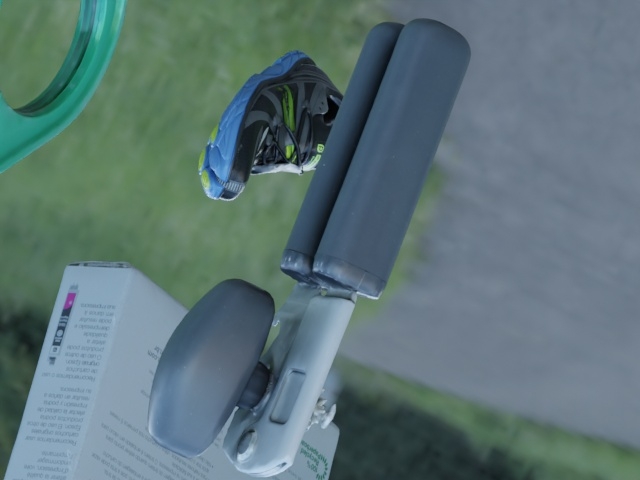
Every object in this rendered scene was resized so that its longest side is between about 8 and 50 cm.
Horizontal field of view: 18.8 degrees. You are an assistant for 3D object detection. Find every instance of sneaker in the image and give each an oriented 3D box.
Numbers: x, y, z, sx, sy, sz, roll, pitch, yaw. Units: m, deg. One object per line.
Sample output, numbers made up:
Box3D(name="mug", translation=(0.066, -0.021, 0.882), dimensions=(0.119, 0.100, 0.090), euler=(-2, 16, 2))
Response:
Box3D(name="sneaker", translation=(-0.028, -0.079, 1.385), dimensions=(0.078, 0.067, 0.188), euler=(36, -147, 4))

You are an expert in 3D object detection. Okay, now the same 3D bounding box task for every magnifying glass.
Box3D(name="magnifying glass", translation=(-0.136, -0.035, 0.712), dimensions=(0.026, 0.231, 0.092), euler=(19, 150, 23))

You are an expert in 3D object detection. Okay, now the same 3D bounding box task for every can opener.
Box3D(name="can opener", translation=(0.000, 0.000, 1.075), dimensions=(0.093, 0.280, 0.074), euler=(31, 168, -29))

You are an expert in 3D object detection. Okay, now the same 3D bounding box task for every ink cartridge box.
Box3D(name="ink cartridge box", translation=(-0.116, 0.228, 1.375), dimensions=(0.071, 0.330, 0.324), euler=(3, 156, 30))
